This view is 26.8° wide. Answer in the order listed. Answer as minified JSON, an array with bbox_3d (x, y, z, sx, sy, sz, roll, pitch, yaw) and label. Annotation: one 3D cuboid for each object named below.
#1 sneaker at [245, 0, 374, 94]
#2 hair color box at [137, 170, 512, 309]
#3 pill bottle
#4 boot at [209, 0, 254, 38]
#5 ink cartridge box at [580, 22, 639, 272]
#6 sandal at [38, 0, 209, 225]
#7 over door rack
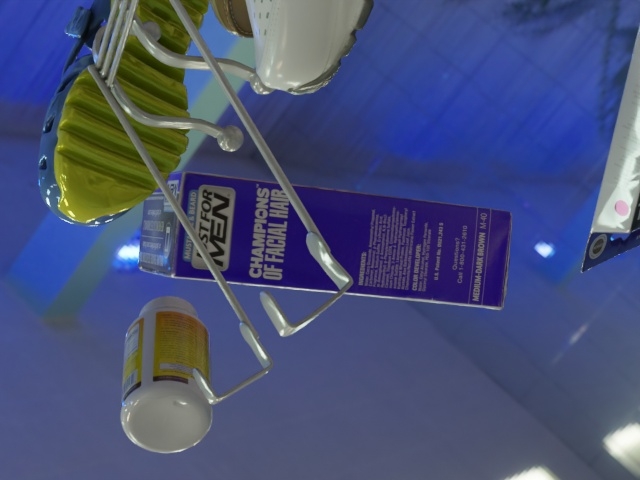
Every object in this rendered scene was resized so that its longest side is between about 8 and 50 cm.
[{"bbox_3d":[-0.036,-0.218,0.645,0.129,0.297,0.111,-6,-176,-14],"label":"sneaker"},{"bbox_3d":[0.000,0.000,1.356,0.338,0.110,0.185,5,180,-18],"label":"hair color box"},{"bbox_3d":[-0.202,0.170,1.773,0.117,0.117,0.215,30,-153,-24],"label":"pill bottle"},{"bbox_3d":[-0.023,-0.238,1.099,0.077,0.213,0.165,-11,-141,-31],"label":"boot"},{"bbox_3d":[0.424,-0.131,1.623,0.175,0.371,0.069,-20,-138,-38],"label":"ink cartridge box"},{"bbox_3d":[-0.194,-0.138,1.246,0.126,0.138,0.317,37,-134,-28],"label":"sandal"},{"bbox_3d":[-0.066,-0.067,0.964,0.108,0.239,0.324,-16,-104,-20],"label":"over door rack"}]
